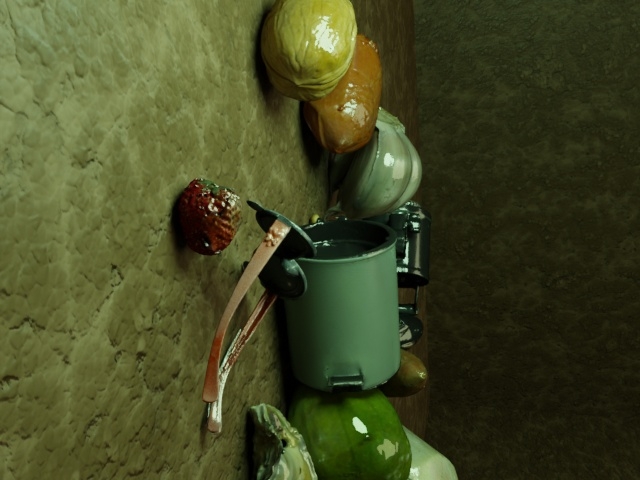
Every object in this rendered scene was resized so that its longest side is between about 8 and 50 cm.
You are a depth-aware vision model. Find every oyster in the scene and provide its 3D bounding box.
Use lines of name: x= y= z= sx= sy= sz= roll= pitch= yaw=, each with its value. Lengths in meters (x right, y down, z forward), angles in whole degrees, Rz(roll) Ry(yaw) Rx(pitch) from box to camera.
oyster: x=-0.070 y=0.434 z=0.987 sx=0.271 sy=0.101 sz=0.275 roll=-78 pitch=150 yaw=-49

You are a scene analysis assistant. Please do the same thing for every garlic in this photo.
garlic: x=0.105 y=-0.156 z=1.369 sx=0.210 sy=0.238 sz=0.291 roll=3 pitch=106 yaw=-55

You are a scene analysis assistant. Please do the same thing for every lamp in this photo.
lamp: x=0.222 y=0.016 z=1.810 sx=0.374 sy=0.205 sz=0.272 roll=85 pitch=11 yaw=-54

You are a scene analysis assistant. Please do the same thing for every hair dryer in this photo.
hair dryer: x=0.165 y=0.388 z=1.809 sx=0.304 sy=0.120 sz=0.359 roll=-19 pitch=131 yaw=-47

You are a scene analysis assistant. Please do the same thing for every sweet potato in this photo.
sweet potato: x=0.102 y=0.263 z=1.322 sx=0.385 sy=0.109 sz=0.109 roll=3 pitch=-87 yaw=63

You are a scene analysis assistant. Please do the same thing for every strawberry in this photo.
strawberry: x=-0.140 y=-0.029 z=0.779 sx=0.083 sy=0.083 sz=0.096 roll=37 pitch=64 yaw=-70

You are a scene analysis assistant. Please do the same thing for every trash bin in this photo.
trash bin: x=0.039 y=0.115 z=1.149 sx=0.277 sy=0.217 sz=0.262 roll=-89 pitch=175 yaw=-70

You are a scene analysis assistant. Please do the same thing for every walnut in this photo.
walnut: x=-0.020 y=-0.337 z=1.033 sx=0.165 sy=0.165 sz=0.197 roll=53 pitch=40 yaw=-65

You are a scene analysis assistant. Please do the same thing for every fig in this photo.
fig: x=0.029 y=0.365 z=1.193 sx=0.314 sy=0.233 sz=0.233 roll=38 pitch=-39 yaw=54

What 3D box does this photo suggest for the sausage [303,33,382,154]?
sausage: x=0.048 y=-0.304 z=1.272 sx=0.141 sy=0.153 sz=0.267 roll=48 pitch=45 yaw=-53

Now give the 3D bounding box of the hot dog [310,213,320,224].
hot dog: x=-0.001 y=0.000 z=1.348 sx=0.137 sy=0.028 sz=0.044 roll=78 pitch=-6 yaw=-45

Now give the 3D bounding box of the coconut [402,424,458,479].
coconut: x=0.125 y=0.566 z=1.333 sx=0.353 sy=0.353 sz=0.352 roll=1 pitch=90 yaw=-74

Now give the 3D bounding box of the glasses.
glasses: x=-0.114 y=0.100 z=0.830 sx=0.268 sy=0.118 sz=0.234 roll=-57 pitch=173 yaw=-29
